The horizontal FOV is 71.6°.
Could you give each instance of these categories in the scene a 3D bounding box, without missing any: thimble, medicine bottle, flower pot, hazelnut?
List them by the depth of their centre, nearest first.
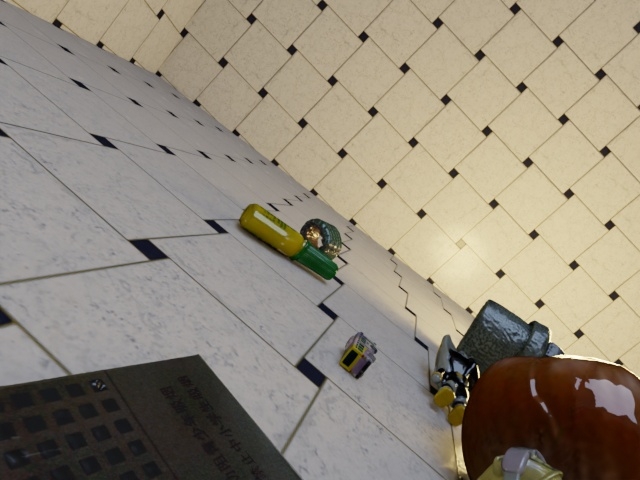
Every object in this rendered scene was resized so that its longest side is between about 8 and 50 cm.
[{"bbox_3d":[0.412,0.361,0.741,0.371,0.316,0.373,11,38,-8],"label":"hazelnut"},{"bbox_3d":[-0.082,0.007,1.218,0.308,0.076,0.111,34,13,-14],"label":"medicine bottle"},{"bbox_3d":[-0.002,0.000,1.416,0.090,0.118,0.135,19,36,-47],"label":"thimble"},{"bbox_3d":[0.598,0.371,1.426,0.282,0.299,0.299,31,8,19],"label":"flower pot"}]

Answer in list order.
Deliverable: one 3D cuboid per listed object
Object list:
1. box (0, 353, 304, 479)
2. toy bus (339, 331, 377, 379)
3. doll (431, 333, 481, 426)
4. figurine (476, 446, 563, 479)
[{"bbox_3d":[-0.151,0.173,0.312,0.180,0.047,0.324,42,11,23],"label":"box"},{"bbox_3d":[0.074,0.221,0.866,0.058,0.052,0.102,39,12,5],"label":"toy bus"},{"bbox_3d":[0.336,0.341,1.080,0.145,0.103,0.316,29,15,16],"label":"doll"},{"bbox_3d":[0.208,0.333,0.508,0.208,0.184,0.128,-12,-30,41],"label":"figurine"}]
